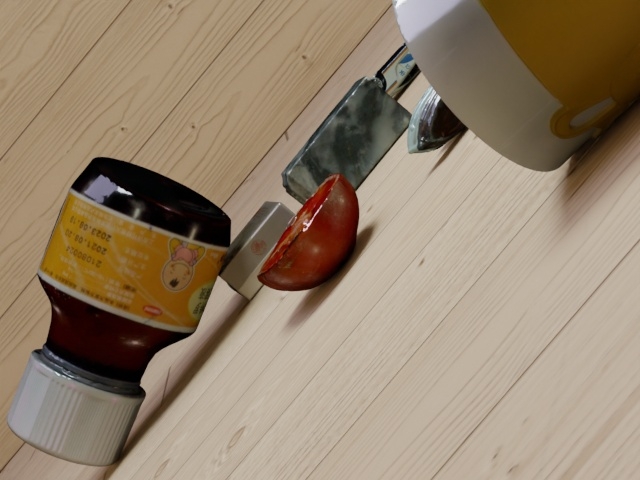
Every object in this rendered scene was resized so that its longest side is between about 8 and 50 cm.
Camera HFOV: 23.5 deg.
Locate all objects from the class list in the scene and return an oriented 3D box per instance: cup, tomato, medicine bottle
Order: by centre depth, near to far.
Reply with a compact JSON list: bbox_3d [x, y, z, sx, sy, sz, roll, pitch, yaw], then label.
[{"bbox_3d":[0.200,-0.181,1.103,0.226,0.185,0.241,-40,-19,32],"label":"cup"},{"bbox_3d":[0.000,0.000,1.692,0.155,0.069,0.155,-52,8,10],"label":"tomato"},{"bbox_3d":[-0.288,0.105,2.127,0.242,0.242,0.395,-97,29,-80],"label":"medicine bottle"}]

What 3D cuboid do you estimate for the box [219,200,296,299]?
[{"bbox_3d":[-0.090,0.012,2.225,0.141,0.058,0.201,-51,8,-5],"label":"box"}]

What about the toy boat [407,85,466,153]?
[{"bbox_3d":[0.135,-0.146,1.641,0.140,0.059,0.066,-54,20,-14],"label":"toy boat"}]

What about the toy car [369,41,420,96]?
[{"bbox_3d":[0.126,-0.273,2.351,0.205,0.056,0.095,-47,7,-3],"label":"toy car"}]

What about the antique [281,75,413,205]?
[{"bbox_3d":[0.030,-0.120,2.046,0.183,0.086,0.088,-51,7,-1],"label":"antique"}]
